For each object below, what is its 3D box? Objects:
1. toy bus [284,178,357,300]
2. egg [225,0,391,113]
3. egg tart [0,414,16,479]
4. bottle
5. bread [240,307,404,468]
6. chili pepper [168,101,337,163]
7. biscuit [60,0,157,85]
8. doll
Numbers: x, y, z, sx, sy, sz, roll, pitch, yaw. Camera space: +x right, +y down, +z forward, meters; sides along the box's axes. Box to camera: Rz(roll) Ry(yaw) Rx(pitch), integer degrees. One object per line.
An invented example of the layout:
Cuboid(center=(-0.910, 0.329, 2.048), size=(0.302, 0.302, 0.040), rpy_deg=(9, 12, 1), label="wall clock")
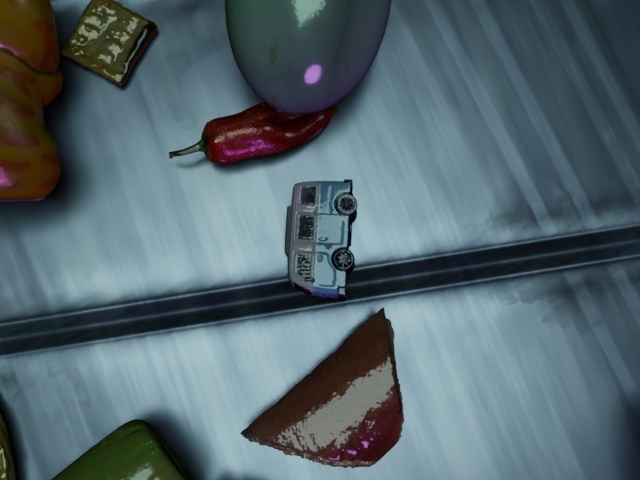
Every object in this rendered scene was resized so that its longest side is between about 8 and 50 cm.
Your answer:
Cuboid(center=(0.000, 0.000, 0.775), size=(0.074, 0.060, 0.123), rpy_deg=(3, 81, 3), label="toy bus")
Cuboid(center=(-0.013, -0.242, 0.747), size=(0.168, 0.168, 0.231), rpy_deg=(7, 84, -1), label="egg")
Cuboid(center=(-0.472, 0.261, 0.697), size=(0.345, 0.132, 0.346), rpy_deg=(0, 86, -2), label="egg tart")
Cuboid(center=(-0.245, 0.288, 0.693), size=(0.260, 0.112, 0.112), rpy_deg=(-38, 86, -13), label="bottle")
Cuboid(center=(0.030, 0.172, 0.751), size=(0.192, 0.067, 0.119), rpy_deg=(-42, 86, -6), label="bread")
Cuboid(center=(-0.069, -0.116, 0.790), size=(0.191, 0.050, 0.059), rpy_deg=(-18, 68, -11), label="chili pepper")
Cuboid(center=(-0.233, -0.221, 0.813), size=(0.081, 0.018, 0.083), rpy_deg=(28, 83, 2), label="biscuit")
Cuboid(center=(-0.345, -0.154, 0.735), size=(0.166, 0.162, 0.270), rpy_deg=(-1, 75, 8), label="doll")
